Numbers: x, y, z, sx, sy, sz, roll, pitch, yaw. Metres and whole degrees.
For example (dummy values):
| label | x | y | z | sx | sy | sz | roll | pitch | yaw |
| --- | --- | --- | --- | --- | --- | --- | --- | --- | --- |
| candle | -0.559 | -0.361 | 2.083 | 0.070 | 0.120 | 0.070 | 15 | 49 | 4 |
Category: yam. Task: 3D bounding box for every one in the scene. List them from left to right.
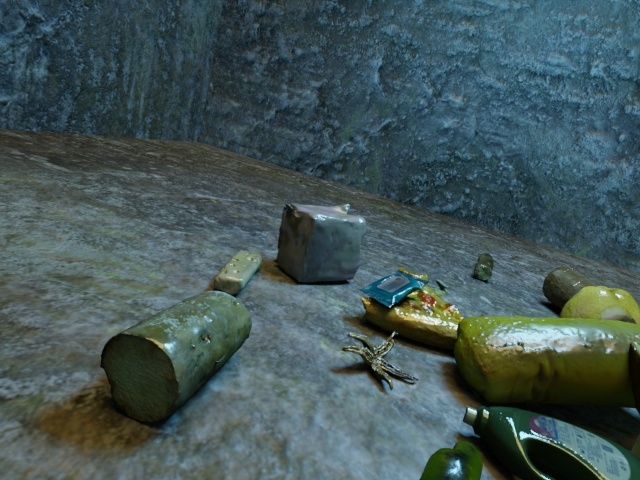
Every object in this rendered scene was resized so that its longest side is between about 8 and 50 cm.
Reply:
| label | x | y | z | sx | sy | sz | roll | pitch | yaw |
| --- | --- | --- | --- | --- | --- | --- | --- | --- | --- |
| yam | -0.168 | 0.131 | 0.537 | 0.107 | 0.107 | 0.194 | 18 | 15 | 13 |
| yam | 0.583 | 0.090 | 1.499 | 0.061 | 0.061 | 0.253 | 20 | 15 | 19 |
| yam | 0.764 | 0.174 | 1.237 | 0.129 | 0.128 | 0.238 | 46 | 10 | -22 |

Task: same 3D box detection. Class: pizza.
| label | x | y | z | sx | sy | sz | roll | pitch | yaw |
| --- | --- | --- | --- | --- | --- | --- | --- | --- | --- |
| pizza | 0.212 | 0.137 | 0.932 | 0.280 | 0.075 | 0.287 | 14 | 16 | -5 |

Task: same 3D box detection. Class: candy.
| label | x | y | z | sx | sy | sz | roll | pitch | yaw |
| --- | --- | --- | --- | --- | --- | --- | --- | --- | --- |
| candy | 0.000 | 0.000 | 1.028 | 0.195 | 0.185 | 0.137 | 3 | 15 | -37 |

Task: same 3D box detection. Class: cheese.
| label | x | y | z | sx | sy | sz | roll | pitch | yaw |
| --- | --- | --- | --- | --- | --- | --- | --- | --- | --- |
| cheese | -0.172 | 0.063 | 0.899 | 0.065 | 0.043 | 0.194 | 16 | 16 | 2 |

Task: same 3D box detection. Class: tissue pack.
| label | x | y | z | sx | sy | sz | roll | pitch | yaw |
| --- | --- | --- | --- | --- | --- | --- | --- | --- | --- |
| tissue pack | 0.152 | 0.099 | 0.867 | 0.138 | 0.028 | 0.085 | -16 | 28 | -40 |

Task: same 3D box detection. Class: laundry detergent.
| label | x | y | z | sx | sy | sz | roll | pitch | yaw |
| --- | --- | --- | --- | --- | --- | --- | --- | --- | --- |
| laundry detergent | 0.289 | 0.274 | 0.540 | 0.211 | 0.063 | 0.137 | 20 | 22 | 18 |

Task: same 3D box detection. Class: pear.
| label | x | y | z | sx | sy | sz | roll | pitch | yaw |
| --- | --- | --- | --- | --- | --- | --- | --- | --- | --- |
| pear | 0.671 | 0.190 | 1.011 | 0.178 | 0.178 | 0.178 | 14 | 15 | -4 |

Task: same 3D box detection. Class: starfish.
| label | x | y | z | sx | sy | sz | roll | pitch | yaw |
| --- | --- | --- | --- | --- | --- | --- | --- | --- | --- |
| starfish | 0.101 | 0.192 | 0.701 | 0.133 | 0.041 | 0.130 | 45 | 27 | 8 |

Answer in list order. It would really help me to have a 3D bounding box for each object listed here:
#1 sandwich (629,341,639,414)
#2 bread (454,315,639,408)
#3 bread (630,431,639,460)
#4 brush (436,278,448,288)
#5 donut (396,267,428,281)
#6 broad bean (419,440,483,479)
| label | x | y | z | sx | sy | sz | roll | pitch | yaw |
| --- | --- | --- | --- | --- | --- | --- | --- | --- | --- |
| sandwich | 0.498 | 0.236 | 0.565 | 0.090 | 0.088 | 0.244 | -1 | 23 | 12 |
| bread | 0.423 | 0.195 | 0.721 | 0.383 | 0.112 | 0.166 | 4 | 33 | -3 |
| bread | 0.559 | 0.314 | 0.582 | 0.188 | 0.068 | 0.125 | -2 | 22 | -16 |
| brush | 0.352 | 0.127 | 1.229 | 0.016 | 0.013 | 0.083 | 20 | 8 | -1 |
| donut | 0.254 | 0.102 | 1.174 | 0.067 | 0.038 | 0.083 | -3 | 25 | -41 |
| broad bean | 0.149 | 0.293 | 0.379 | 0.144 | 0.049 | 0.292 | 17 | 16 | -16 |
